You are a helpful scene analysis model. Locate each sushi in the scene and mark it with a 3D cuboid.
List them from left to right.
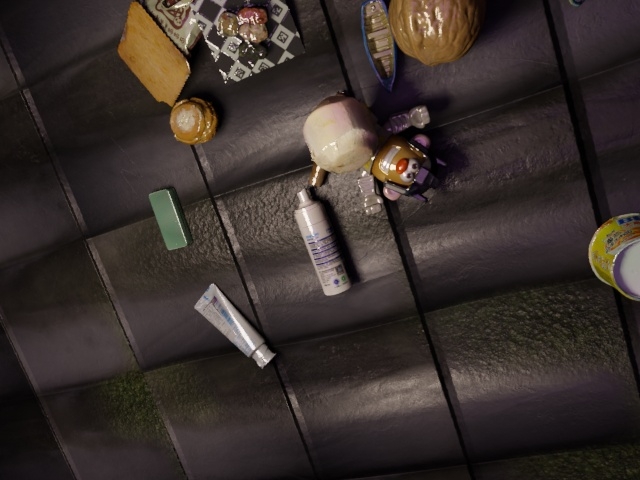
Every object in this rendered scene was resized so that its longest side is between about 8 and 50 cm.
[{"bbox_3d":[-0.183,-0.535,1.361,0.231,0.047,0.219,-21,118,6],"label":"sushi"}]

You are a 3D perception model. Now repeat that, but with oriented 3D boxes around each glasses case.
[{"bbox_3d":[-0.458,-0.066,1.642,0.078,0.039,0.184,-13,102,19],"label":"glasses case"}]

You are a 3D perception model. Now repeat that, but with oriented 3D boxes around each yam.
[{"bbox_3d":[0.023,-0.270,1.444,0.046,0.046,0.264,22,112,9],"label":"yam"}]

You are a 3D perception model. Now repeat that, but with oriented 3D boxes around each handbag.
[{"bbox_3d":[-0.359,-0.619,1.411,0.213,0.127,0.235,44,102,10],"label":"handbag"}]

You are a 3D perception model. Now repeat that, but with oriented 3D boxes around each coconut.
[{"bbox_3d":[0.040,-0.255,1.251,0.171,0.171,0.183,-33,66,22],"label":"coconut"}]

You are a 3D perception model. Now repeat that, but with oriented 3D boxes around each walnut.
[{"bbox_3d":[0.264,-0.514,1.222,0.228,0.228,0.228,4,107,15],"label":"walnut"}]

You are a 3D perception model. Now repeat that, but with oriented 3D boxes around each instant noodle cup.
[{"bbox_3d":[0.756,0.050,1.270,0.205,0.153,0.205,5,108,16],"label":"instant noodle cup"}]

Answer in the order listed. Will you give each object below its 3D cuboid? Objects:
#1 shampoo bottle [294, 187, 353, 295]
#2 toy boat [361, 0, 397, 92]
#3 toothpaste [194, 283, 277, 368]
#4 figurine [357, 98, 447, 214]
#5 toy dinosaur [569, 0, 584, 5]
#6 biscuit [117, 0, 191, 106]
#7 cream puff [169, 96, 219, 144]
[{"bbox_3d":[0.000,0.000,1.503,0.092,0.092,0.303,-19,100,20],"label":"shampoo bottle"},{"bbox_3d":[0.154,-0.485,1.344,0.080,0.046,0.229,-11,102,18],"label":"toy boat"},{"bbox_3d":[-0.264,0.273,1.676,0.299,0.073,0.114,43,113,8],"label":"toothpaste"},{"bbox_3d":[0.179,-0.212,1.363,0.308,0.143,0.308,14,126,20],"label":"figurine"},{"bbox_3d":[0.545,-0.705,1.154,0.147,0.076,0.363,9,105,9],"label":"toy dinosaur"},{"bbox_3d":[-0.463,-0.499,1.475,0.237,0.013,0.232,51,142,-3],"label":"biscuit"},{"bbox_3d":[-0.346,-0.333,1.498,0.144,0.103,0.126,-3,98,33],"label":"cream puff"}]
